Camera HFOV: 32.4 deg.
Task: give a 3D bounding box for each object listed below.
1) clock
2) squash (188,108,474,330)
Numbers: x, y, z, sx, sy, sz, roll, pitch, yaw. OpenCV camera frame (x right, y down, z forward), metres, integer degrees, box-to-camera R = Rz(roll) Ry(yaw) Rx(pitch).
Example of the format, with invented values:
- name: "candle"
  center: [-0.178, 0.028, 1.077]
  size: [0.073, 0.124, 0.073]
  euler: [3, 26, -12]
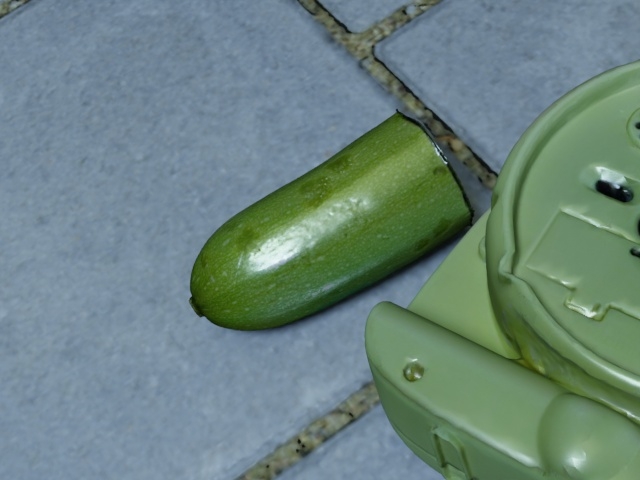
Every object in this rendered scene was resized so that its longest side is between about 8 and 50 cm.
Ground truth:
- name: "clock"
  center: [0.218, 0.016, 0.631]
  size: [0.286, 0.117, 0.348]
  euler: [24, 66, 27]
- name: "squash"
  center: [0.000, 0.000, 0.716]
  size: [0.188, 0.095, 0.095]
  euler: [-33, 57, -4]
